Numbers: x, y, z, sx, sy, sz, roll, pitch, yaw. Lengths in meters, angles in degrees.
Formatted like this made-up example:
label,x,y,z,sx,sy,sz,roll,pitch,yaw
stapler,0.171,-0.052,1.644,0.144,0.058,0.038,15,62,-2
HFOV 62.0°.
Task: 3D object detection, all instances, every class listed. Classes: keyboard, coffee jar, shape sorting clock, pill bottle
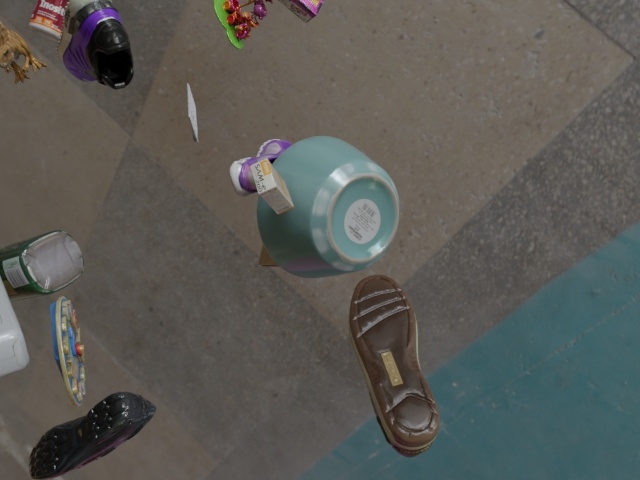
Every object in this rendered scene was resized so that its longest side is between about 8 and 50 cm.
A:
label,x,y,z,sx,sy,sz,roll,pitch,yaw
keyboard,-0.332,-0.335,1.379,0.014,0.256,0.072,-10,125,-9
coffee jar,-0.435,0.046,0.754,0.184,0.096,0.079,-12,107,25
shape sorting clock,-0.464,0.206,0.996,0.206,0.040,0.206,167,90,-69
pill bottle,-0.641,-0.568,1.294,0.086,0.086,0.152,16,89,23

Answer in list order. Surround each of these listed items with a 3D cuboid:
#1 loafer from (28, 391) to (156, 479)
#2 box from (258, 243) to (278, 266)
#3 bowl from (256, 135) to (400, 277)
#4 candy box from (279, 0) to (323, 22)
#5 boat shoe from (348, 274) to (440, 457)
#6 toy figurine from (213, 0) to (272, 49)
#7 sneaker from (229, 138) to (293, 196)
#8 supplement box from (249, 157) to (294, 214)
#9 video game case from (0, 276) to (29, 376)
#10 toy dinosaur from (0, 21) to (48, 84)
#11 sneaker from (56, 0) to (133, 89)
label,x,y,z,sx,sy,sz,roll,pitch,yaw
loafer,-0.343,0.298,0.796,0.223,0.078,0.076,-33,55,15
box,-0.099,-0.033,1.341,0.164,0.021,0.201,-5,71,63
bowl,0.043,-0.057,1.097,0.163,0.311,0.311,17,124,55
candy box,-0.041,-0.782,1.547,0.159,0.233,0.071,31,166,-26
boat shoe,0.092,0.169,0.733,0.095,0.257,0.095,-6,137,0
toy figurine,-0.212,-0.684,1.587,0.159,0.130,0.173,-21,78,29
sneaker,-0.105,-0.172,1.227,0.104,0.236,0.095,-7,113,29
supplement box,-0.086,-0.095,0.960,0.036,0.098,0.062,-23,65,7
video game case,-0.412,0.053,0.365,0.300,0.329,0.036,34,132,44
toy dinosaur,-0.540,-0.346,0.933,0.211,0.064,0.112,48,161,38
sneaker,-0.442,-0.359,1.069,0.146,0.102,0.293,59,154,-6
